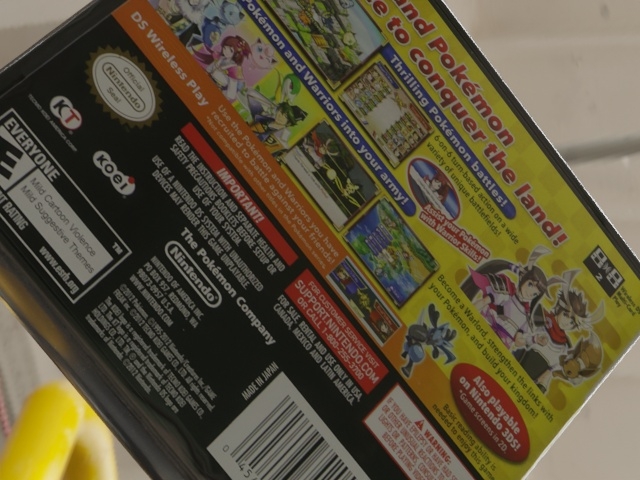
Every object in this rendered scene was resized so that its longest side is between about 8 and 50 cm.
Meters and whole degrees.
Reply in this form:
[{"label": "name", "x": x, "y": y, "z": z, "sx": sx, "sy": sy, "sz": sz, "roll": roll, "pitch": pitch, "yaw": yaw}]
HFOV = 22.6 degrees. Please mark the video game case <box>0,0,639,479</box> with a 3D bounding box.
[{"label": "video game case", "x": 0.000, "y": 0.000, "z": 0.683, "sx": 0.275, "sy": 0.248, "sz": 0.035, "roll": 52, "pitch": -32, "yaw": -9}]
